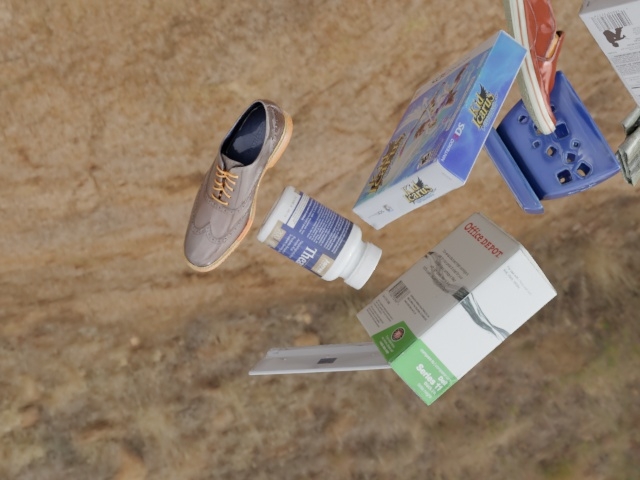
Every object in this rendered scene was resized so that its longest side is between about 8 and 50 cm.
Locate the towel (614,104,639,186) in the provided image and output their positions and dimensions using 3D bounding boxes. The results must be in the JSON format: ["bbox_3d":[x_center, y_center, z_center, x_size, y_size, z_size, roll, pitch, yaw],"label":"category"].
[{"bbox_3d":[0.769,-0.292,2.302,0.324,0.056,0.312,-54,158,1],"label":"towel"}]

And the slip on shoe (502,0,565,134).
[{"bbox_3d":[0.410,-0.359,1.903,0.101,0.123,0.331,-12,107,3],"label":"slip on shoe"}]

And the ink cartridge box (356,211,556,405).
[{"bbox_3d":[0.164,0.078,1.254,0.208,0.153,0.087,-41,113,4],"label":"ink cartridge box"}]

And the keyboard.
[{"bbox_3d":[0.014,0.177,1.528,0.256,0.072,0.014,-7,114,29],"label":"keyboard"}]

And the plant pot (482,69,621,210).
[{"bbox_3d":[0.465,-0.185,2.104,0.212,0.236,0.236,-33,172,11],"label":"plant pot"}]

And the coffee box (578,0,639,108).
[{"bbox_3d":[0.564,-0.335,1.676,0.119,0.168,0.297,-4,141,46],"label":"coffee box"}]

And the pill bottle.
[{"bbox_3d":[0.000,0.000,1.055,0.120,0.067,0.067,31,121,-6],"label":"pill bottle"}]

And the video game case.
[{"bbox_3d":[0.180,-0.166,1.567,0.061,0.269,0.244,36,152,-13],"label":"video game case"}]

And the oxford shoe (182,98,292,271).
[{"bbox_3d":[-0.183,-0.112,1.976,0.364,0.130,0.133,-66,165,0],"label":"oxford shoe"}]
